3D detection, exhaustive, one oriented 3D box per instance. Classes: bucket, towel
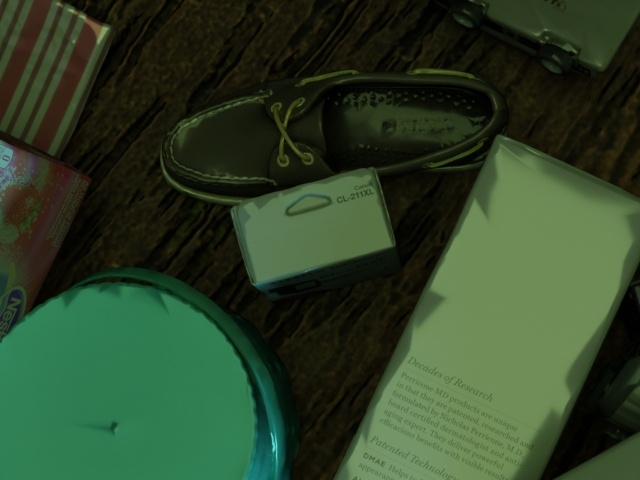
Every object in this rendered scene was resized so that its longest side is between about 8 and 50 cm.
[{"bbox_3d":[-0.159,0.161,1.362,0.281,0.183,0.281,-1,82,5],"label":"bucket"},{"bbox_3d":[-0.301,-0.178,1.480,0.197,0.029,0.144,28,103,5],"label":"towel"}]

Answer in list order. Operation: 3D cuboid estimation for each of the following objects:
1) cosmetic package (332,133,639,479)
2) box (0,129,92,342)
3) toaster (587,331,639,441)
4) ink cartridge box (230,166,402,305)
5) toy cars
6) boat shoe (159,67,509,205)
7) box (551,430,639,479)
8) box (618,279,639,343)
[{"bbox_3d":[0.134,0.125,1.329,0.156,0.217,0.385,24,84,7],"label":"cosmetic package"},{"bbox_3d":[-0.351,0.036,1.379,0.154,0.142,0.300,25,90,35],"label":"box"},{"bbox_3d":[0.328,0.086,1.252,0.146,0.129,0.227,33,86,4],"label":"toaster"},{"bbox_3d":[0.000,0.000,1.373,0.127,0.175,0.072,-15,82,3],"label":"ink cartridge box"},{"bbox_3d":[0.297,-0.231,1.428,0.393,0.087,0.176,-11,70,7],"label":"toy cars"},{"bbox_3d":[0.008,-0.099,1.425,0.324,0.097,0.117,-4,83,4],"label":"boat shoe"},{"bbox_3d":[0.253,0.317,1.188,0.215,0.345,0.168,-28,47,-6],"label":"box"},{"bbox_3d":[0.364,0.115,1.363,0.153,0.108,0.207,-19,81,1],"label":"box"}]
